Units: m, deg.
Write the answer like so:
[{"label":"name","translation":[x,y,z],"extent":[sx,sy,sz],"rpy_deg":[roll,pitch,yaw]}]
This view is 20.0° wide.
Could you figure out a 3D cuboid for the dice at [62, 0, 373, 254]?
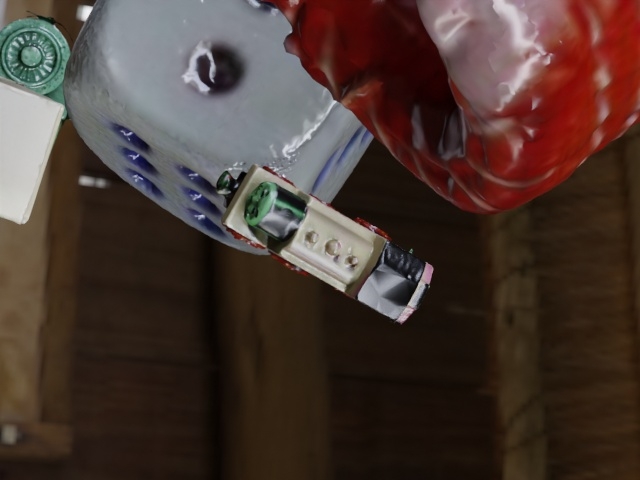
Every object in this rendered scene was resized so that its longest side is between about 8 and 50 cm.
[{"label":"dice","translation":[-0.057,-0.116,1.288],"extent":[0.192,0.194,0.193],"rpy_deg":[-54,174,-16]}]

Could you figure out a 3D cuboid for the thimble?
[{"label":"thimble","translation":[0.053,-0.103,0.559],"extent":[0.163,0.125,0.189],"rpy_deg":[54,-10,5]}]

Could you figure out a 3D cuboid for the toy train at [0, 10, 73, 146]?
[{"label":"toy train","translation":[-0.342,-0.134,1.571],"extent":[0.126,0.307,0.189],"rpy_deg":[-142,-108,-80]}]

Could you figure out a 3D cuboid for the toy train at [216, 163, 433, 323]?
[{"label":"toy train","translation":[0.000,0.000,1.112],"extent":[0.050,0.138,0.087],"rpy_deg":[-61,-157,0]}]

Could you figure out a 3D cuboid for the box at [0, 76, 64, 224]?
[{"label":"box","translation":[-0.302,-0.094,1.263],"extent":[0.095,0.212,0.168],"rpy_deg":[-71,-160,1]}]
